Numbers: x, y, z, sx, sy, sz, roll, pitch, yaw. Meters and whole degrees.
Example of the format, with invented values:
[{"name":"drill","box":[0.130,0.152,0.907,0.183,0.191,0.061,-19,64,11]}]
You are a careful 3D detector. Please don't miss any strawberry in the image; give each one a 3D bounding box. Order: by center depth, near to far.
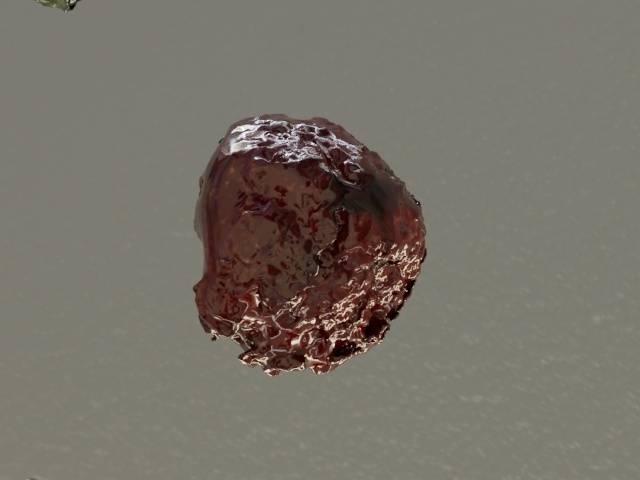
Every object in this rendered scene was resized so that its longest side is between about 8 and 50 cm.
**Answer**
[{"name":"strawberry","box":[0.000,0.000,1.149,0.220,0.274,0.274,-8,-118,41]}]

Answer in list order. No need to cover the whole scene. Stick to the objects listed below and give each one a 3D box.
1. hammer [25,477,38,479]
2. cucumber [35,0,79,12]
[{"name":"hammer","box":[-0.449,0.264,1.245,0.137,0.289,0.037,-36,-133,27]},{"name":"cucumber","box":[-0.112,-0.271,0.886,0.072,0.072,0.300,23,-125,40]}]
